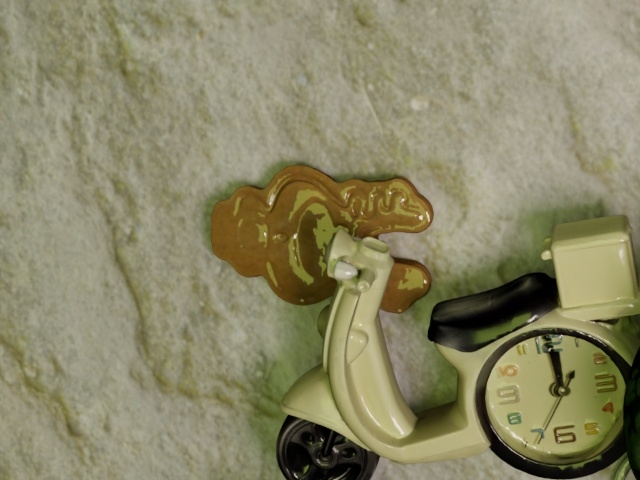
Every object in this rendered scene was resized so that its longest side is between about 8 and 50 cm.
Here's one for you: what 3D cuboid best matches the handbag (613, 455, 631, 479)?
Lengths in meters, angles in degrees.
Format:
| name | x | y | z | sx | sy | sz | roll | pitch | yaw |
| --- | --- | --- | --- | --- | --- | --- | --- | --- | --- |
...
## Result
| name | x | y | z | sx | sy | sz | roll | pitch | yaw |
| --- | --- | --- | --- | --- | --- | --- | --- | --- | --- |
| handbag | 0.348 | 0.355 | 1.526 | 0.241 | 0.109 | 0.315 | -12 | 90 | 18 |

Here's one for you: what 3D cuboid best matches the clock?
| name | x | y | z | sx | sy | sz | roll | pitch | yaw |
| --- | --- | --- | --- | --- | --- | --- | --- | --- | --- |
| clock | 0.129 | 0.111 | 1.546 | 0.378 | 0.120 | 0.277 | -6 | 106 | 11 |

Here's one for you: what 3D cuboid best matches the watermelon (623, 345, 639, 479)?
| name | x | y | z | sx | sy | sz | roll | pitch | yaw |
| --- | --- | --- | --- | --- | --- | --- | --- | --- | --- |
| watermelon | 0.407 | 0.157 | 1.390 | 0.285 | 0.285 | 0.285 | 2 | 98 | 18 |

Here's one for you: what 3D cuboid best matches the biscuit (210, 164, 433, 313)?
| name | x | y | z | sx | sy | sz | roll | pitch | yaw |
| --- | --- | --- | --- | --- | --- | --- | --- | --- | --- |
| biscuit | -0.001 | -0.004 | 1.629 | 0.236 | 0.040 | 0.144 | 5 | 93 | 15 |
